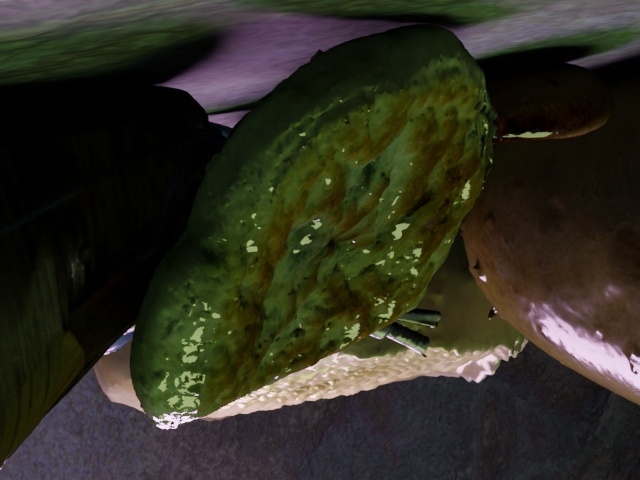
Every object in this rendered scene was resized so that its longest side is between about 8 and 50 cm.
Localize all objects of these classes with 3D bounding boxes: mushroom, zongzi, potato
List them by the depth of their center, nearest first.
[{"bbox_3d":[-0.155,0.079,0.809,0.286,0.300,0.138,-9,158,-19],"label":"zongzi"},{"bbox_3d":[0.118,-0.081,1.058,0.123,0.052,0.123,-12,-175,1],"label":"mushroom"},{"bbox_3d":[0.256,-0.010,1.195,0.359,0.269,0.219,18,-157,40],"label":"potato"}]

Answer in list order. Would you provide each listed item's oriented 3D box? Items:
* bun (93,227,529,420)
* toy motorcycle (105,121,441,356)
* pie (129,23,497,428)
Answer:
[{"bbox_3d":[-0.012,0.031,1.454,0.364,0.202,0.364,-8,171,-1],"label":"bun"},{"bbox_3d":[-0.105,0.017,1.019,0.358,0.125,0.212,-16,-147,-18],"label":"toy motorcycle"},{"bbox_3d":[0.000,0.000,0.851,0.054,0.240,0.240,38,-159,23],"label":"pie"}]
